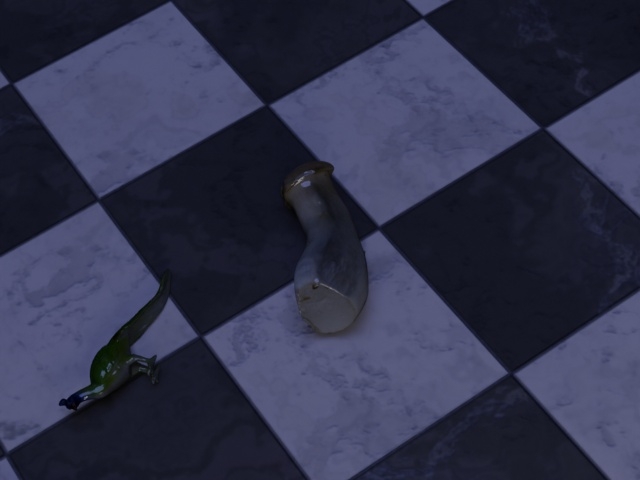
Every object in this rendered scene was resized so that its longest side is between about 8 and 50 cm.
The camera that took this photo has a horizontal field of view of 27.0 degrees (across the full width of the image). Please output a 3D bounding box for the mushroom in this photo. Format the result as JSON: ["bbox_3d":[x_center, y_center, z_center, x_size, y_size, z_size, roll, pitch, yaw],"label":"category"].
[{"bbox_3d":[0.004,0.000,1.541,0.092,0.081,0.223,5,50,-14],"label":"mushroom"}]

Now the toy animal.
[{"bbox_3d":[-0.203,0.119,1.504,0.075,0.041,0.217,21,55,22],"label":"toy animal"}]
